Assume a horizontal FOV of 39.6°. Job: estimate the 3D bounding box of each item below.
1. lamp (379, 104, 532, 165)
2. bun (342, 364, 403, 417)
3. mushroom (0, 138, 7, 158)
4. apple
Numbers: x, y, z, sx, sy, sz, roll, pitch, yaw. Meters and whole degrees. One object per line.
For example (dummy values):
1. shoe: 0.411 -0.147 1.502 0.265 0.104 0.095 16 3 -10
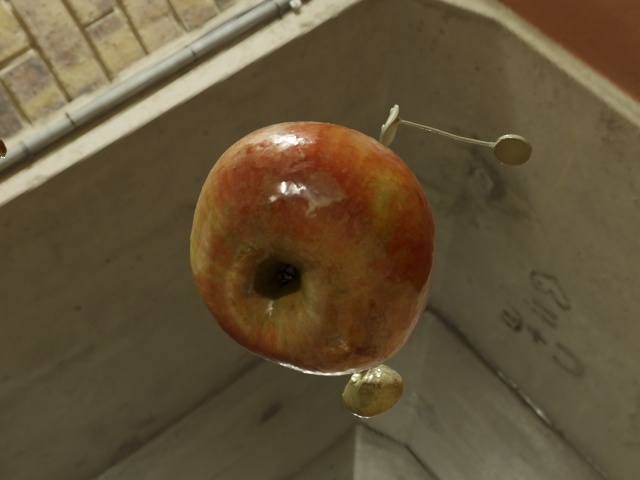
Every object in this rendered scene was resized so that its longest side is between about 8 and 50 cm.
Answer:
1. lamp: 0.177 -0.127 1.164 0.199 0.056 0.050 14 -40 3
2. bun: 0.070 0.197 1.207 0.086 0.086 0.054 19 -46 60
3. mushroom: -0.410 0.027 0.964 0.097 0.110 0.351 71 16 -66
4. apple: 0.000 0.000 1.040 0.301 0.302 0.301 46 -19 21
